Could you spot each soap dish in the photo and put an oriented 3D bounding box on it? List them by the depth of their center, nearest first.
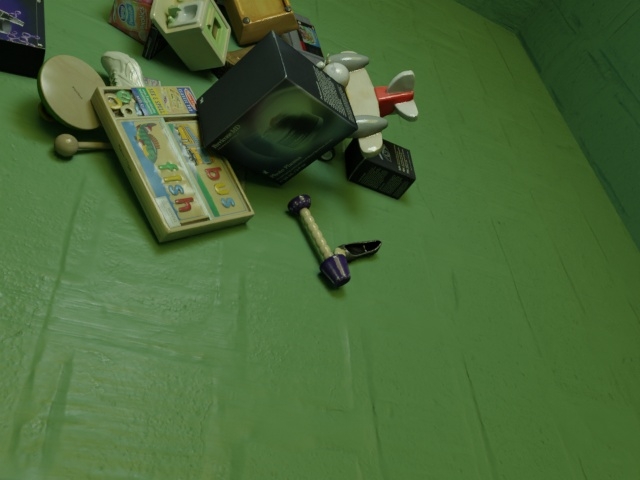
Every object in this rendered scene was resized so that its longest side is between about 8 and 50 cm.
[{"bbox_3d":[-0.228,-0.864,2.008,0.229,0.118,0.290,-19,83,-11],"label":"soap dish"}]

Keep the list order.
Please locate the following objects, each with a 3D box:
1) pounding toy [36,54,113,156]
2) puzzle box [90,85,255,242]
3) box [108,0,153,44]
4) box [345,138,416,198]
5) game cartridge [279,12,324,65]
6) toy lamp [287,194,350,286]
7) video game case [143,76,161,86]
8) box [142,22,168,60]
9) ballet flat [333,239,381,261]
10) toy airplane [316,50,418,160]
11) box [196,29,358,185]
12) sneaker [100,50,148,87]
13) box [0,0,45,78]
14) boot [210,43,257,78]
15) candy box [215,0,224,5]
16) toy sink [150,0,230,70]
[{"bbox_3d":[-0.609,-0.314,1.364,0.183,0.110,0.236,-22,97,-58],"label":"pounding toy"},{"bbox_3d":[-0.358,-0.204,1.402,0.272,0.052,0.409,-18,75,-48],"label":"puzzle box"},{"bbox_3d":[-0.521,-0.764,1.785,0.142,0.154,0.300,30,42,-10],"label":"box"},{"bbox_3d":[0.197,-0.252,1.875,0.207,0.108,0.153,19,44,-21],"label":"box"},{"bbox_3d":[-0.111,-0.783,2.182,0.230,0.068,0.355,7,49,-26],"label":"game cartridge"},{"bbox_3d":[0.000,0.000,1.520,0.080,0.080,0.274,-6,58,-40],"label":"toy lamp"},{"bbox_3d":[-0.511,-0.435,1.597,0.122,0.011,0.087,7,49,-32],"label":"video game case"},{"bbox_3d":[-0.483,-0.631,1.718,0.029,0.116,0.162,28,41,-9],"label":"box"},{"bbox_3d":[0.103,0.022,1.597,0.173,0.049,0.057,-12,60,-43],"label":"ballet flat"},{"bbox_3d":[0.106,-0.435,1.726,0.386,0.272,0.384,23,70,40],"label":"toy airplane"},{"bbox_3d":[-0.115,-0.330,1.490,0.294,0.296,0.182,24,42,-46],"label":"box"},{"bbox_3d":[-0.518,-0.403,1.495,0.232,0.090,0.115,49,49,3],"label":"sneaker"},{"bbox_3d":[-0.799,-0.545,1.420,0.184,0.103,0.261,7,50,-36],"label":"box"},{"bbox_3d":[-0.214,-0.570,1.884,0.236,0.089,0.269,48,40,11],"label":"boot"},{"bbox_3d":[-0.291,-0.947,2.147,0.196,0.070,0.164,7,47,-8],"label":"candy box"},{"bbox_3d":[-0.376,-0.647,1.682,0.234,0.131,0.152,53,38,-59],"label":"toy sink"}]
